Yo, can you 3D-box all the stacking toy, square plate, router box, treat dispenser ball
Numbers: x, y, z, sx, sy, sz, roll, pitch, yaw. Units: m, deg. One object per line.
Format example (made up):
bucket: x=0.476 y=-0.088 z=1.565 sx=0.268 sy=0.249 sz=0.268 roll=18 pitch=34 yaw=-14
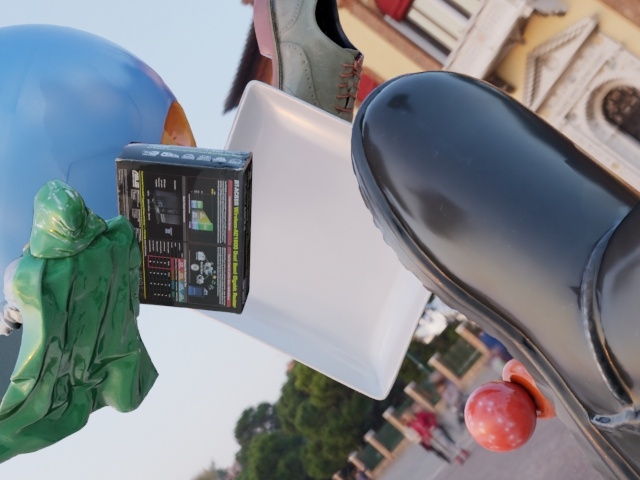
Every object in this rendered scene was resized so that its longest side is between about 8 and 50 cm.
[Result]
stacking toy: x=0.323 y=0.160 z=1.062 sx=0.330 sy=0.141 sz=0.141 roll=-36 pitch=-16 yaw=-21
square plate: x=0.000 y=0.000 z=1.128 sx=0.343 sy=0.347 sz=0.049 roll=-68 pitch=-9 yaw=14
router box: x=-0.099 y=-0.009 z=0.599 sx=0.038 sy=0.092 sz=0.122 roll=-77 pitch=-8 yaw=-62
treat dispenser ball: x=-0.261 y=-0.062 z=0.785 sx=0.288 sy=0.288 sz=0.288 roll=-47 pitch=-12 yaw=-14

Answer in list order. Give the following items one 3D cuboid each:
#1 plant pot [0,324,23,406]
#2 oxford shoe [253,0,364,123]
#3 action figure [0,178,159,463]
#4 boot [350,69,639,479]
plant pot: x=-0.505 y=0.110 z=1.360 sx=0.252 sy=0.247 sz=0.247 roll=-38 pitch=-34 yaw=-26
oxford shoe: x=0.006 y=-0.218 z=1.174 sx=0.130 sy=0.348 sz=0.123 roll=-18 pitch=-2 yaw=29
action figure: x=-0.158 y=0.049 z=0.510 sx=0.137 sy=0.063 sz=0.232 roll=-32 pitch=-25 yaw=-36
boot: x=0.180 y=-0.038 z=0.365 sx=0.146 sy=0.367 sz=0.445 roll=-39 pitch=-11 yaw=-15
